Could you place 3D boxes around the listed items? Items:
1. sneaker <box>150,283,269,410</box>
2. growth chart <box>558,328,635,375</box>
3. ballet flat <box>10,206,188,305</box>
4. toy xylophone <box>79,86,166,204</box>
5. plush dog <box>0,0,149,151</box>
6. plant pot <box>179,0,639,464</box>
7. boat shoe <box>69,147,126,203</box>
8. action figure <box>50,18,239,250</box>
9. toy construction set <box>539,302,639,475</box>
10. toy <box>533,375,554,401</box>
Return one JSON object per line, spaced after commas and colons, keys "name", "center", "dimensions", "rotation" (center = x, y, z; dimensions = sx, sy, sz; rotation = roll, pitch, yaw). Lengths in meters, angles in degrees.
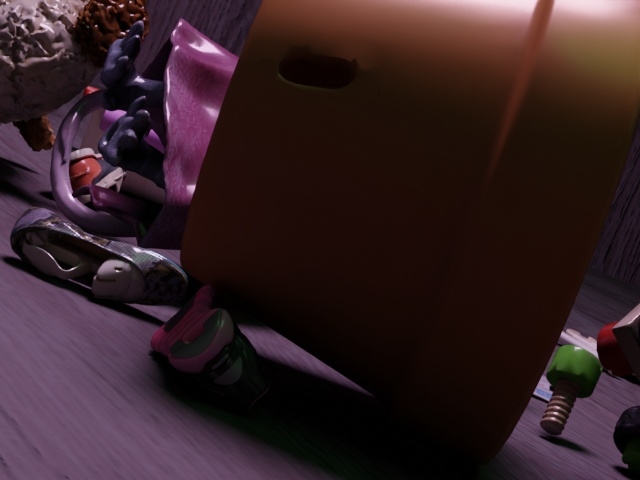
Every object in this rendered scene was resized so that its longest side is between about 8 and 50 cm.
{"name": "sneaker", "center": [-0.054, 0.060, 0.865], "dimensions": [0.057, 0.047, 0.119], "rotation": [43, 1, -14]}
{"name": "growth chart", "center": [0.363, 0.144, 1.747], "dimensions": [0.237, 0.021, 0.172], "rotation": [20, 5, -17]}
{"name": "ballet flat", "center": [-0.137, 0.017, 0.980], "dimensions": [0.114, 0.041, 0.041], "rotation": [23, 5, 9]}
{"name": "toy xylophone", "center": [-0.138, -0.080, 1.650], "dimensions": [0.236, 0.081, 0.322], "rotation": [21, 6, -10]}
{"name": "plush dog", "center": [-0.255, -0.156, 1.317], "dimensions": [0.262, 0.210, 0.225], "rotation": [-16, 15, -10]}
{"name": "plant pot", "center": [0.047, -0.041, 0.932], "dimensions": [0.203, 0.291, 0.291], "rotation": [19, 5, 1]}
{"name": "boat shoe", "center": [-0.189, -0.050, 1.373], "dimensions": [0.043, 0.049, 0.137], "rotation": [65, 6, 2]}
{"name": "action figure", "center": [0.000, 0.000, 1.185], "dimensions": [0.370, 0.248, 0.276], "rotation": [26, -31, -22]}
{"name": "toy construction set", "center": [0.332, 0.030, 1.047], "dimensions": [0.257, 0.237, 0.309], "rotation": [28, -28, 2]}
{"name": "toy", "center": [0.104, 0.061, 1.360], "dimensions": [0.237, 0.056, 0.137], "rotation": [22, 7, 5]}
